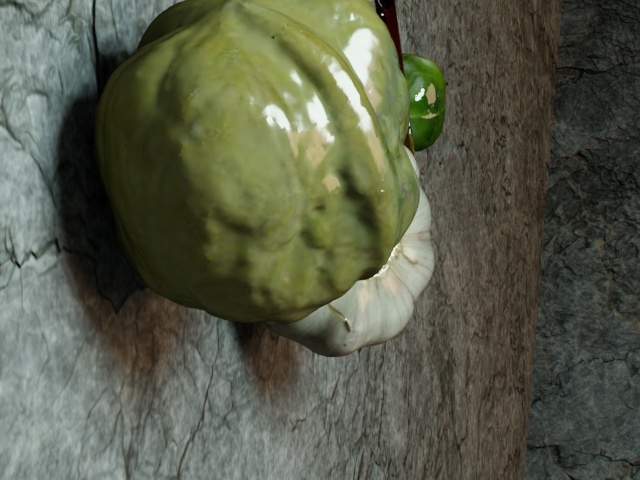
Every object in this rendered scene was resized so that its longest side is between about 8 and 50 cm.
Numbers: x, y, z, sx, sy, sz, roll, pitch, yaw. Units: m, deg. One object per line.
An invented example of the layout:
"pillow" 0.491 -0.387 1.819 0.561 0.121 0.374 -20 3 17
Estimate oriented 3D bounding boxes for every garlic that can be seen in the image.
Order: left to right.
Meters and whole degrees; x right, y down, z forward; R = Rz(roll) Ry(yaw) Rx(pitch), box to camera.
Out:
"garlic" 0.000 0.000 1.476 0.253 0.245 0.245 176 -88 -68

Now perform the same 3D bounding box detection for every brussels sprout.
"brussels sprout" 0.123 -0.202 1.952 0.155 0.117 0.155 172 -90 -71

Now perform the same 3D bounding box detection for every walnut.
"walnut" -0.049 -0.077 1.129 0.253 0.282 0.277 46 -28 49

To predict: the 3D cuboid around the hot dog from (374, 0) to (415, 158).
"hot dog" 0.059 -0.207 1.780 0.194 0.107 0.326 73 11 -67
